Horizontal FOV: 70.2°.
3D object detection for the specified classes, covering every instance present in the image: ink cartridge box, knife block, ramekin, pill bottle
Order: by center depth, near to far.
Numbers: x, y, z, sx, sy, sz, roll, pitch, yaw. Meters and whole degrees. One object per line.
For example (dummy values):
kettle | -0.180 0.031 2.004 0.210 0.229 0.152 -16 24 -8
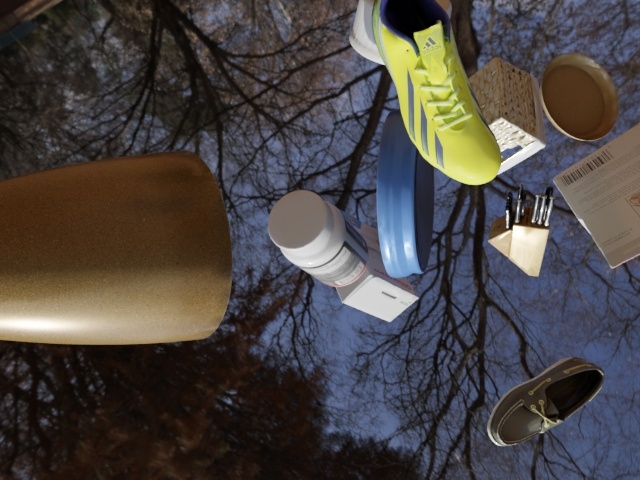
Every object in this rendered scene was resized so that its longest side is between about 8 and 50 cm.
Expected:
ink cartridge box | 0.532 -0.098 0.668 0.296 0.066 0.261 -37 -155 29
pill bottle | 0.000 0.000 1.064 0.161 0.283 0.161 -8 -112 20
ramekin | 0.225 -0.609 1.263 0.277 0.135 0.277 4 -130 -4
knife block | 0.630 -0.036 1.326 0.242 0.276 0.088 -36 -159 51
ink cartridge box | 0.133 0.074 1.403 0.129 0.223 0.307 -46 -140 21

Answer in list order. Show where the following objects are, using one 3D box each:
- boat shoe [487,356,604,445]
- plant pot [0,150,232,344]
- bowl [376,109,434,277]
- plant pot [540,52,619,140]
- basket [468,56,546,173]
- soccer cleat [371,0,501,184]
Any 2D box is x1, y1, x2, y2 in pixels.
boat shoe | 0.532 0.382 1.076 0.305 0.091 0.109 -33 -95 -9
plant pot | -0.266 0.015 0.498 0.237 0.254 0.237 7 -81 50
bowl | 0.212 -0.106 1.069 0.077 0.391 0.391 2 -129 20
plant pot | 0.657 -0.364 1.168 0.236 0.236 0.032 -48 -176 -16
basket | 0.314 -0.223 0.810 0.113 0.103 0.167 -36 -141 51
soccer cleat | 0.142 -0.204 0.573 0.093 0.121 0.289 -23 -101 -3
